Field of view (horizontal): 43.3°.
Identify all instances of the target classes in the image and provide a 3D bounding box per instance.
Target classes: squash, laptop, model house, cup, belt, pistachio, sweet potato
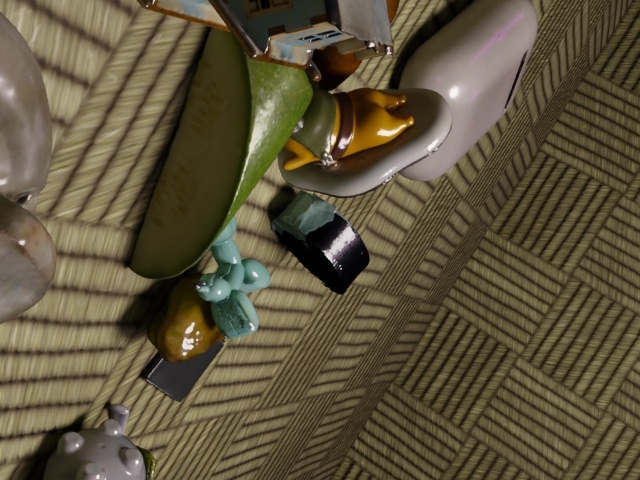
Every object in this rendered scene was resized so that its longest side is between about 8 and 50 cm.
[{"bbox_3d":[-0.125,-0.085,0.897,0.288,0.111,0.203,-52,159,-9],"label":"squash"},{"bbox_3d":[-0.208,0.183,1.259,0.129,0.016,0.180,-52,160,-14],"label":"laptop"},{"bbox_3d":[-0.067,-0.257,0.664,0.178,0.207,0.270,-20,101,-66],"label":"model house"},{"bbox_3d":[-0.290,0.314,1.085,0.173,0.134,0.141,-28,144,-53],"label":"cup"},{"bbox_3d":[0.000,0.000,1.278,0.078,0.151,0.198,-48,150,-14],"label":"belt"},{"bbox_3d":[-0.171,0.100,1.096,0.189,0.100,0.110,-21,119,-62],"label":"pistachio"},{"bbox_3d":[0.038,-0.294,0.957,0.112,0.112,0.359,-51,161,-17],"label":"sweet potato"}]

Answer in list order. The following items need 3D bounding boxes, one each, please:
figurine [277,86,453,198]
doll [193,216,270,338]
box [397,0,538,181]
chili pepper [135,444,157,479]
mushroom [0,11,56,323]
[{"bbox_3d":[0.033,-0.166,1.051,0.250,0.166,0.141,-22,143,12],"label":"figurine"},{"bbox_3d":[-0.124,0.027,1.046,0.158,0.059,0.159,56,28,-36],"label":"doll"},{"bbox_3d":[0.257,-0.281,1.468,0.349,0.141,0.288,-44,156,-34],"label":"box"},{"bbox_3d":[-0.314,0.422,1.275,0.084,0.077,0.359,-88,-167,-44],"label":"chili pepper"},{"bbox_3d":[-0.250,-0.030,0.491,0.243,0.244,0.243,-48,159,-25],"label":"mushroom"}]
